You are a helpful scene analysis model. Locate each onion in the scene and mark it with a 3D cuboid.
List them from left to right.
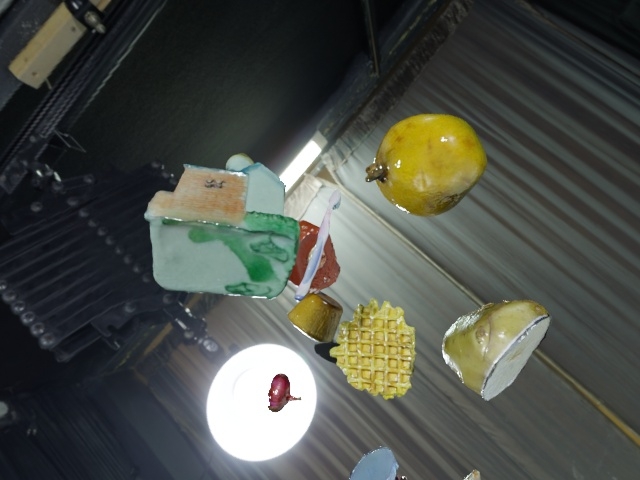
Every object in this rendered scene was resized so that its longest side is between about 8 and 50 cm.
[{"bbox_3d":[-0.133,0.589,1.545,0.150,0.140,0.150,6,-90,-83],"label":"onion"}]

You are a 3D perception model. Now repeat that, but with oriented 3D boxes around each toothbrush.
[{"bbox_3d":[0.000,0.000,0.737,0.027,0.021,0.269,59,-142,-38],"label":"toothbrush"}]

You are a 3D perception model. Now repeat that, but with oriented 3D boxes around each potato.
[{"bbox_3d":[0.452,0.264,1.093,0.246,0.196,0.299,-13,-49,-35],"label":"potato"}]

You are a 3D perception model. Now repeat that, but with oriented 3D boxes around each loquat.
[{"bbox_3d":[0.195,-0.149,0.799,0.246,0.213,0.213,-11,-29,-23],"label":"loquat"}]

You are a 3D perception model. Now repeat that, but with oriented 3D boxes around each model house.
[{"bbox_3d":[-0.184,-0.064,0.857,0.325,0.267,0.194,-93,14,-47],"label":"model house"}]

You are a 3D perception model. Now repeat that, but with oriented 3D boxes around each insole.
[{"bbox_3d":[0.128,0.423,1.473,0.012,0.309,0.110,-74,-8,-58],"label":"insole"}]

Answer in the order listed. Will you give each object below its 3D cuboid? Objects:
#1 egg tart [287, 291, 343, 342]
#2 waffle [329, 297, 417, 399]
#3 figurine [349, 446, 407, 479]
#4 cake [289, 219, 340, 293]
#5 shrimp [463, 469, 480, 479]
[{"bbox_3d":[-0.010,0.302,1.601,0.171,0.215,0.215,-57,-14,4],"label":"egg tart"},{"bbox_3d":[0.197,0.364,1.355,0.312,0.307,0.060,-57,-13,8],"label":"waffle"},{"bbox_3d":[0.253,0.917,1.311,0.248,0.388,0.276,-38,6,0],"label":"figurine"},{"bbox_3d":[-0.048,0.070,1.536,0.177,0.151,0.283,-35,-52,-26],"label":"cake"},{"bbox_3d":[0.507,1.003,1.518,0.317,0.062,0.164,-55,-47,-4],"label":"shrimp"}]
